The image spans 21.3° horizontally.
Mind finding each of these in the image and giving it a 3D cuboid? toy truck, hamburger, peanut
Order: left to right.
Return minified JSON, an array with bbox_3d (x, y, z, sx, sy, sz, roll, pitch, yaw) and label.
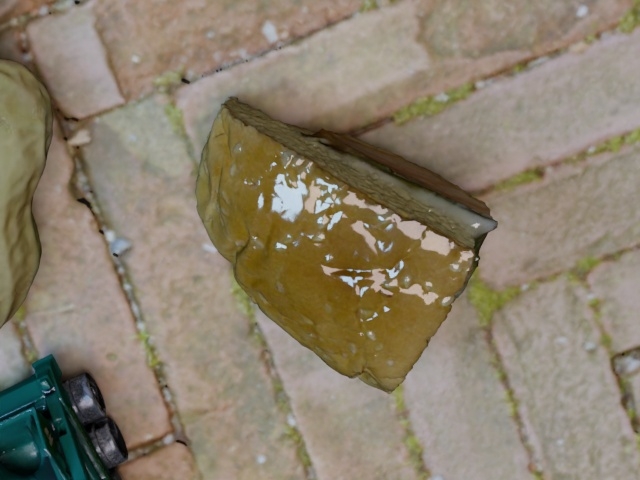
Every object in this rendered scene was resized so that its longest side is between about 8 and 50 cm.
[{"bbox_3d":[-0.234,-0.020,1.155,0.098,0.090,0.214,9,107,-15],"label":"peanut"},{"bbox_3d":[-0.181,0.201,1.215,0.110,0.116,0.216,-25,108,2],"label":"toy truck"},{"bbox_3d":[0.000,0.000,1.161,0.207,0.135,0.155,30,101,-11],"label":"hamburger"}]
